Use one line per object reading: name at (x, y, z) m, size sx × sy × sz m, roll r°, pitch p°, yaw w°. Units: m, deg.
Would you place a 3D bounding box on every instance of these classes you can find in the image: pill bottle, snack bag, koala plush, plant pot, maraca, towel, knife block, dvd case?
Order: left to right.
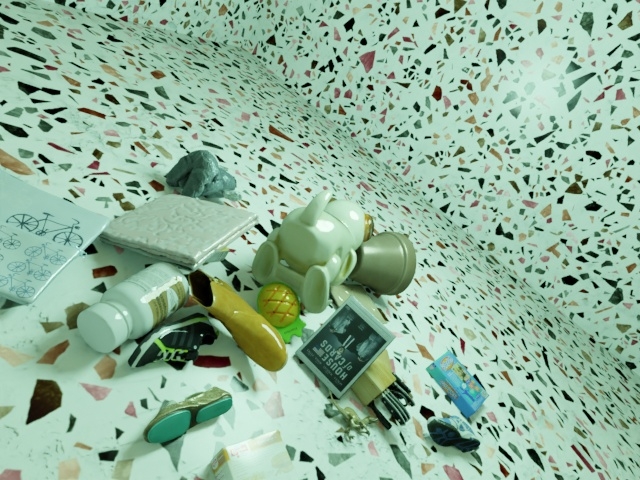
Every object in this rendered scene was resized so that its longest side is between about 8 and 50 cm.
snack bag at (-0.706, -0.028, 0.936) m, size 0.323 × 0.037 × 0.342 m, roll 25°, pitch 34°, yaw -8°
pill bottle at (-0.422, 0.150, 0.937) m, size 0.131 × 0.131 × 0.229 m, roll 39°, pitch 29°, yaw 4°
towel at (-0.395, -0.039, 1.165) m, size 0.332 × 0.053 × 0.317 m, roll 15°, pitch 31°, yaw 17°
koala plush at (-0.389, -0.212, 1.468) m, size 0.196 × 0.203 × 0.221 m, roll 53°, pitch 21°, yaw 26°
maraca at (-0.116, 0.211, 1.217) m, size 0.127 × 0.099 × 0.185 m, roll -21°, pitch 76°, yaw -19°
dvd case at (0.072, 0.303, 1.180) m, size 0.179 × 0.239 × 0.029 m, roll 42°, pitch -13°, yaw 16°
knife block at (0.142, 0.420, 1.200) m, size 0.276 × 0.088 × 0.242 m, roll 26°, pitch 30°, yaw -20°
plant pot at (0.204, 0.078, 1.599) m, size 0.230 × 0.263 × 0.263 m, roll 11°, pitch 38°, yaw -35°

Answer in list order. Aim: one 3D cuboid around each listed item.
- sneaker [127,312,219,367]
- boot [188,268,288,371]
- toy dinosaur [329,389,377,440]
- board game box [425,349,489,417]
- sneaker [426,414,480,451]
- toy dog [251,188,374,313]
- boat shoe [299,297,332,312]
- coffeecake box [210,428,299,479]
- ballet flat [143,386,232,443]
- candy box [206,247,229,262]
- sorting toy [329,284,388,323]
sneaker at (-0.326, 0.243, 0.954) m, size 0.097 × 0.084 × 0.235 m, roll 45°, pitch 30°, yaw 12°
boot at (-0.217, 0.202, 1.027) m, size 0.295 × 0.104 × 0.211 m, roll 42°, pitch -6°, yaw 30°
toy dinosaur at (0.082, 0.481, 1.099) m, size 0.183 × 0.053 × 0.092 m, roll 36°, pitch 14°, yaw -22°
board game box at (0.502, 0.518, 1.493) m, size 0.160 × 0.047 × 0.210 m, roll -6°, pitch 51°, yaw -51°
sneaker at (0.400, 0.586, 1.265) m, size 0.211 × 0.080 × 0.081 m, roll 34°, pitch 21°, yaw -25°
toy dog at (0.004, -0.017, 1.387) m, size 0.285 × 0.395 × 0.408 m, roll 18°, pitch 26°, yaw 25°
boat shoe at (-0.015, 0.211, 1.383) m, size 0.137 × 0.049 × 0.043 m, roll -6°, pitch 48°, yaw -45°
coffeecake box at (-0.118, 0.500, 0.821) m, size 0.142 × 0.068 × 0.185 m, roll 5°, pitch 42°, yaw -44°
ballet flat at (-0.284, 0.363, 0.863) m, size 0.067 × 0.073 × 0.206 m, roll 23°, pitch 14°, yaw 38°
candy box at (-0.388, 0.017, 1.252) m, size 0.187 × 0.053 × 0.109 m, roll -6°, pitch 49°, yaw -53°
sorting toy at (0.129, 0.241, 1.510) m, size 0.193 × 0.038 × 0.208 m, roll 6°, pitch 37°, yaw -43°
